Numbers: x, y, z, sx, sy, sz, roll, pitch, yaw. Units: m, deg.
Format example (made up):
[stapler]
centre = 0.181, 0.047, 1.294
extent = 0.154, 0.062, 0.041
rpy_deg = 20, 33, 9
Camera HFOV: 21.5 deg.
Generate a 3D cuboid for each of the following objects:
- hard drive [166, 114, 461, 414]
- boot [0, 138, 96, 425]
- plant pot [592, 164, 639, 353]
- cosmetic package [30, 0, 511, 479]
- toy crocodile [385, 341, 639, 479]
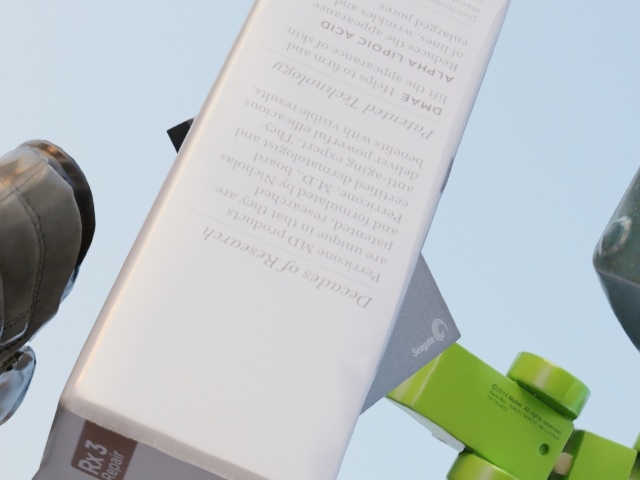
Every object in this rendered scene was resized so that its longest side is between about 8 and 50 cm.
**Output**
[hard drive]
centre = 0.000, 0.000, 0.690
extent = 0.022, 0.094, 0.135
rpy_deg = -21, -83, 41
[boot]
centre = -0.121, 0.010, 0.441
extent = 0.083, 0.161, 0.246
rpy_deg = 43, -41, 8
[plant pot]
centre = 0.308, 0.017, 0.954
extent = 0.248, 0.252, 0.247
rpy_deg = -62, -159, 1
[cosmetic package]
centre = -0.013, 0.002, 0.552
extent = 0.085, 0.231, 0.117
rpy_deg = 22, -35, -3
[toy crocodile]
centre = 0.191, 0.173, 1.292
extent = 0.340, 0.115, 0.105
rpy_deg = 30, -10, -19
